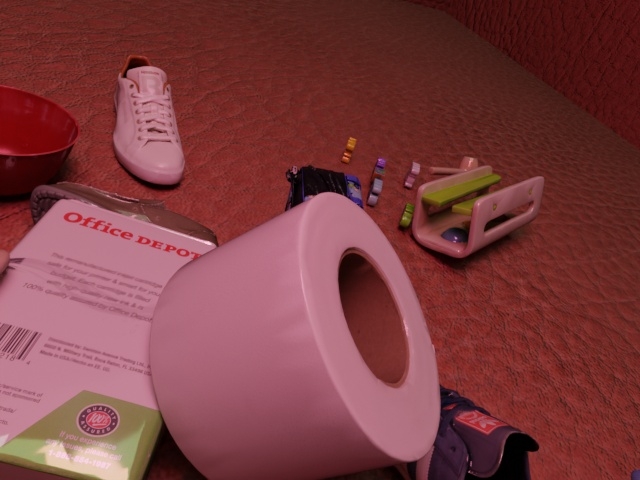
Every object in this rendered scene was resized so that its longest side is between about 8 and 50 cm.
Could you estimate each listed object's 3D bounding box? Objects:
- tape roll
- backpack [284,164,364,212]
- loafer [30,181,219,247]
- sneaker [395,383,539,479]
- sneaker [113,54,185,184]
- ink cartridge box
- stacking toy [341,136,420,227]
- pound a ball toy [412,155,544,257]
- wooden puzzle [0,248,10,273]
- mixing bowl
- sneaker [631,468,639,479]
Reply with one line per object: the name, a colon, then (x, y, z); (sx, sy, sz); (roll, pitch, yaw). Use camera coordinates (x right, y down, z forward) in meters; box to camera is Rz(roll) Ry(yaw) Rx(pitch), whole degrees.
tape roll: (-0.014, 0.098, 0.447); (0.246, 0.169, 0.246); (44, 32, -38)
backpack: (0.000, 0.000, 0.659); (0.116, 0.158, 0.173); (5, 45, -11)
loafer: (-0.249, -0.011, 0.612); (0.251, 0.094, 0.087); (23, 27, -9)
sneaker: (0.139, 0.205, 0.503); (0.131, 0.148, 0.350); (-8, 48, -33)
sneaker: (-0.300, -0.218, 0.783); (0.105, 0.123, 0.290); (-6, 49, -34)
ink cartridge box: (-0.230, 0.104, 0.457); (0.198, 0.115, 0.273); (18, 40, -8)
stacking toy: (0.112, -0.118, 0.939); (0.166, 0.052, 0.221); (21, 41, -1)
pound a ball toy: (0.301, -0.072, 0.941); (0.319, 0.136, 0.208); (-19, 31, -41)
wooden puzzle: (-0.455, 0.074, 0.284); (0.347, 0.081, 0.322); (19, 38, -10)
mixing bowl: (-0.431, -0.125, 0.619); (0.181, 0.098, 0.182); (20, 32, -13)
sneaker: (0.508, 0.340, 0.584); (0.237, 0.085, 0.086); (14, 55, -12)
